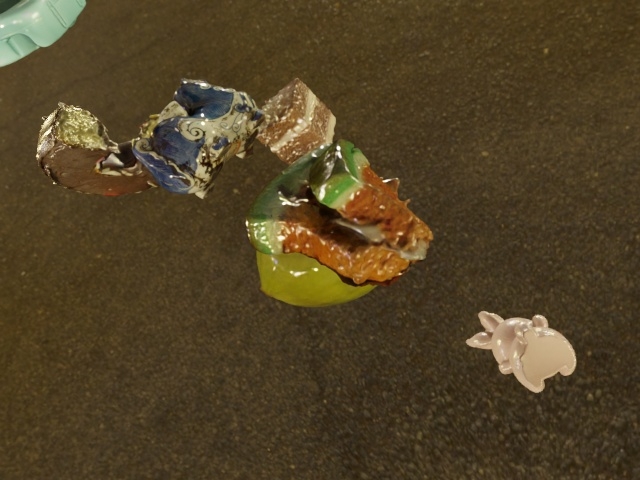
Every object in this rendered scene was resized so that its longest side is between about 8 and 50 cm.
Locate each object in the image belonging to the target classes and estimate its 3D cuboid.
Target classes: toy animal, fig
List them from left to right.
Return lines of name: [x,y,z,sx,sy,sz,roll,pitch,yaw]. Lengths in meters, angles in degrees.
fig: [0.009,0.002,1.292,0.344,0.343,0.343,-12,51,15]
toy animal: [0.359,0.185,1.018,0.124,0.124,0.212,-33,9,-3]

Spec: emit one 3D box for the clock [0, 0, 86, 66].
clock: [-0.650,-0.458,1.203,0.274,0.094,0.223,-15,42,19]

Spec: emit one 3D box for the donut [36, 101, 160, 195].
donut: [-0.512,-0.212,1.385,0.259,0.345,0.136,-34,63,51]

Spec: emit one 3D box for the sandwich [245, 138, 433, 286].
sandwich: [0.041,-0.052,0.891,0.301,0.162,0.250,31,54,27]

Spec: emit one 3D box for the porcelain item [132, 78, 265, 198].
porcelain item: [-0.228,-0.207,1.050,0.186,0.138,0.288,33,46,1]

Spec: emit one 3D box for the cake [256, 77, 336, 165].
cake: [-0.053,-0.266,1.307,0.135,0.147,0.134,-30,39,36]
